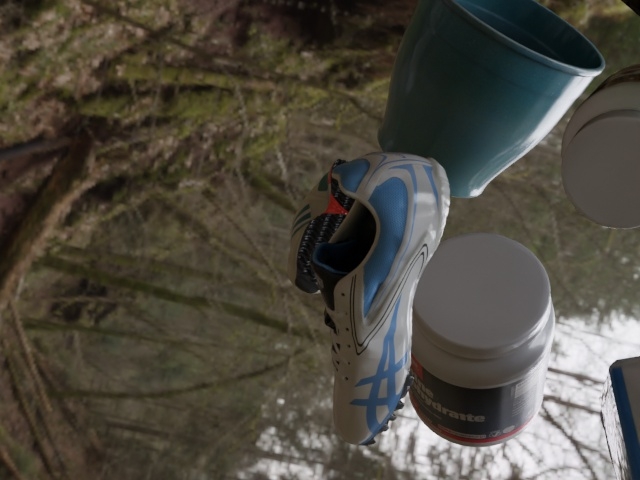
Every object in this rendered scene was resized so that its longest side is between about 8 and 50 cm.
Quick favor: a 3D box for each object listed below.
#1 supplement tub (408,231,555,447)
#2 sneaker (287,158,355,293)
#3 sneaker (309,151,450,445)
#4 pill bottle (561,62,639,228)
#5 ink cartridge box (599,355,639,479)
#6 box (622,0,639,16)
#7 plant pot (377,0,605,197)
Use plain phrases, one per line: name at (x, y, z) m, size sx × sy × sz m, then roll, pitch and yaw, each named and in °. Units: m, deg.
supplement tub at (0.205, 0.135, 1.204) m, size 0.272 × 0.191 × 0.191 m, roll 79°, pitch 16°, yaw -53°
sneaker at (0.000, 0.000, 0.827) m, size 0.075 × 0.057 × 0.161 m, roll -47°, pitch -163°, yaw 42°
sneaker at (0.029, 0.045, 0.653) m, size 0.085 × 0.086 × 0.237 m, roll -104°, pitch -160°, yaw -59°
pill bottle at (0.307, -0.094, 0.894) m, size 0.229 × 0.131 × 0.131 m, roll -37°, pitch 149°, yaw -58°
ink cartridge box at (0.406, 0.271, 0.962) m, size 0.395 × 0.166 × 0.285 m, roll 41°, pitch 39°, yaw -70°
box at (0.273, -0.271, 0.574) m, size 0.257 × 0.079 × 0.322 m, roll 55°, pitch -20°, yaw 29°
plant pot at (0.214, -0.210, 1.305) m, size 0.272 × 0.271 × 0.255 m, roll -89°, pitch -156°, yaw -57°
